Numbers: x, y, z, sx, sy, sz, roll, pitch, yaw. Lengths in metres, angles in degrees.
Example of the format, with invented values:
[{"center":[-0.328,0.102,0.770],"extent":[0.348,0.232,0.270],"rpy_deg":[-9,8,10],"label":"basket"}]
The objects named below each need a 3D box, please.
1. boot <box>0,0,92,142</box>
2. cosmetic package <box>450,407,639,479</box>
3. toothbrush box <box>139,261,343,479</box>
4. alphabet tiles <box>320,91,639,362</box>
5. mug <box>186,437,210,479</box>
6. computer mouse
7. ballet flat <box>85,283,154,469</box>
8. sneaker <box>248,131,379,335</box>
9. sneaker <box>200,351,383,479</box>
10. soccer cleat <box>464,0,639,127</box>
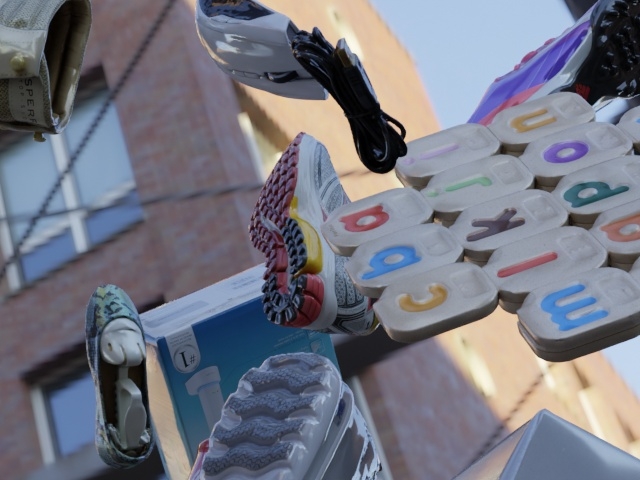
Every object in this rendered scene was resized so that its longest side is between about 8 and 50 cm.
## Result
[{"center":[-0.282,-0.093,1.213],"extent":[0.203,0.262,0.095],"rpy_deg":[9,-44,13],"label":"boot"},{"center":[0.053,0.145,0.487],"extent":[0.127,0.107,0.238],"rpy_deg":[29,-30,-5],"label":"cosmetic package"},{"center":[-0.088,0.203,2.154],"extent":[0.216,0.126,0.296],"rpy_deg":[-23,-73,-23],"label":"toothbrush box"},{"center":[0.150,-0.017,1.109],"extent":[0.278,0.284,0.021],"rpy_deg":[-19,-60,-8],"label":"alphabet tiles"},{"center":[-0.069,0.262,1.372],"extent":[0.113,0.169,0.150],"rpy_deg":[7,-33,32],"label":"mug"},{"center":[-0.028,-0.111,1.122],"extent":[0.042,0.193,0.106],"rpy_deg":[-45,-49,-10],"label":"computer mouse"},{"center":[-0.197,0.138,1.802],"extent":[0.070,0.188,0.070],"rpy_deg":[-6,4,0],"label":"ballet flat"},{"center":[0.000,0.000,1.434],"extent":[0.092,0.225,0.088],"rpy_deg":[19,-54,-22],"label":"sneaker"},{"center":[-0.034,0.204,1.002],"extent":[0.105,0.281,0.115],"rpy_deg":[1,-38,45],"label":"sneaker"},{"center":[0.224,-0.151,1.711],"extent":[0.318,0.116,0.109],"rpy_deg":[-49,-52,-32],"label":"soccer cleat"}]
